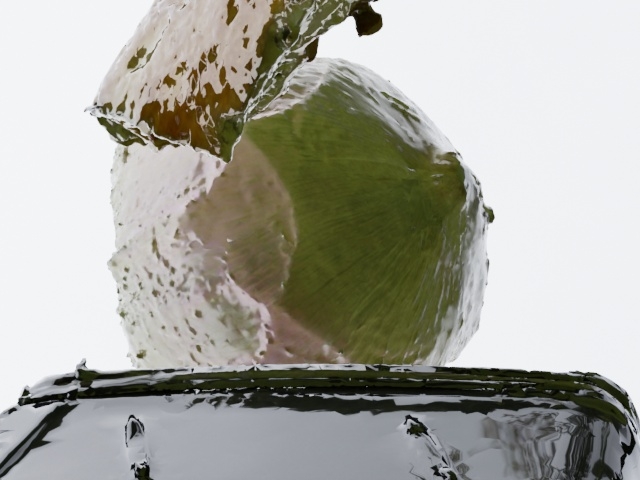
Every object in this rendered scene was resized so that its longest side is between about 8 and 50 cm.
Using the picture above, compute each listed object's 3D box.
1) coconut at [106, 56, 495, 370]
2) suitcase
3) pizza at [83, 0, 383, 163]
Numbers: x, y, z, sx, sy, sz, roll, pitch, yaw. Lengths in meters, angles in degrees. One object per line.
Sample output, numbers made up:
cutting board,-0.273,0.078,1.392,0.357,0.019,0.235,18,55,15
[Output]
coconut,0.000,0.000,1.308,0.404,0.404,0.405,5,-105,-20
suitcase,-0.016,0.217,0.696,0.194,0.433,0.283,-51,-46,-59
pizza,-0.016,-0.116,0.539,0.056,0.271,0.134,23,-148,-32
